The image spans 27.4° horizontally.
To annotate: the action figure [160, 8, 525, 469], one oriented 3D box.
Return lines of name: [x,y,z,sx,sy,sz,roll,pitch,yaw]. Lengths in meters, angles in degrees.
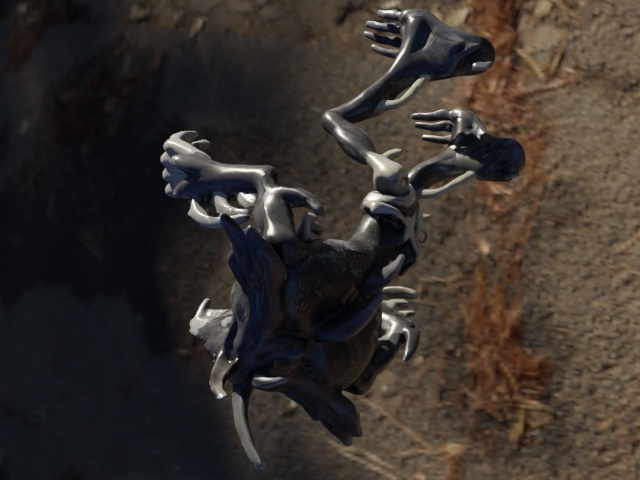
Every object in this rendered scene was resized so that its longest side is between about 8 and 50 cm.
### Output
action figure: [0.000,0.000,0.717,0.141,0.164,0.276,1,40,43]
